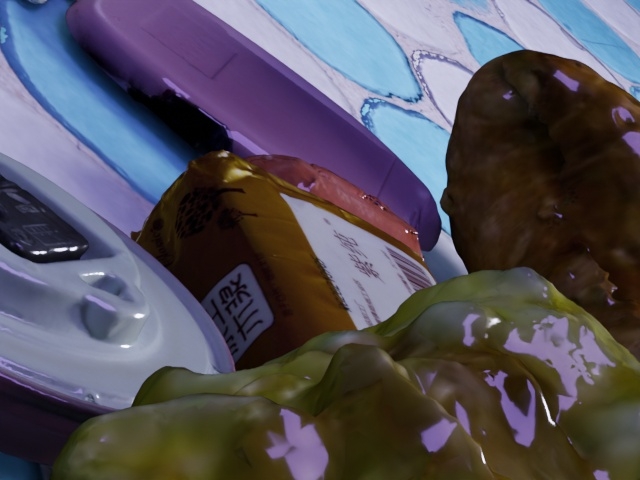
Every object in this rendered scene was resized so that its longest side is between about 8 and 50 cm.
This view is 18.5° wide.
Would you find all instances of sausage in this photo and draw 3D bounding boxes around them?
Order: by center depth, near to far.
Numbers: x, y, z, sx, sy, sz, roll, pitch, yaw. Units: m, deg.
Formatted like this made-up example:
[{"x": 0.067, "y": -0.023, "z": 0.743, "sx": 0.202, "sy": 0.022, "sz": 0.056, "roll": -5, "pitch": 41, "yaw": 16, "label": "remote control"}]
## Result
[{"x": 0.000, "y": 0.000, "z": 1.113, "sx": 0.141, "sy": 0.076, "sz": 0.076, "roll": 26, "pitch": 25, "yaw": -33, "label": "sausage"}]

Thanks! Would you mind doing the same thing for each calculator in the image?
[{"x": -0.039, "y": -0.078, "z": 1.245, "sx": 0.294, "sy": 0.043, "sz": 0.194, "roll": 39, "pitch": 21, "yaw": -4, "label": "calculator"}]

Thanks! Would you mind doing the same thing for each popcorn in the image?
[{"x": 0.012, "y": 0.104, "z": 0.638, "sx": 0.174, "sy": 0.225, "sz": 0.286, "roll": 59, "pitch": -4, "yaw": 6, "label": "popcorn"}]

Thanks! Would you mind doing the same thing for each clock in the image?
[{"x": -0.142, "y": 0.006, "z": 0.812, "sx": 0.244, "sy": 0.056, "sz": 0.244, "roll": 32, "pitch": 14, "yaw": -9, "label": "clock"}]

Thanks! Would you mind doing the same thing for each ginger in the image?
[{"x": 0.181, "y": 0.019, "z": 1.277, "sx": 0.172, "sy": 0.165, "sz": 0.321, "roll": 52, "pitch": 14, "yaw": -48, "label": "ginger"}]

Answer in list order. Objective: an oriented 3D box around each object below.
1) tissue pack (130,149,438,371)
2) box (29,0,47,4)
[{"x": 0.017, "y": 0.072, "z": 0.973, "sx": 0.183, "sy": 0.092, "sz": 0.226, "roll": 25, "pitch": 27, "yaw": -39, "label": "tissue pack"}, {"x": -0.145, "y": -0.289, "z": 1.160, "sx": 0.168, "sy": 0.259, "sz": 0.071, "roll": 40, "pitch": 17, "yaw": -5, "label": "box"}]
